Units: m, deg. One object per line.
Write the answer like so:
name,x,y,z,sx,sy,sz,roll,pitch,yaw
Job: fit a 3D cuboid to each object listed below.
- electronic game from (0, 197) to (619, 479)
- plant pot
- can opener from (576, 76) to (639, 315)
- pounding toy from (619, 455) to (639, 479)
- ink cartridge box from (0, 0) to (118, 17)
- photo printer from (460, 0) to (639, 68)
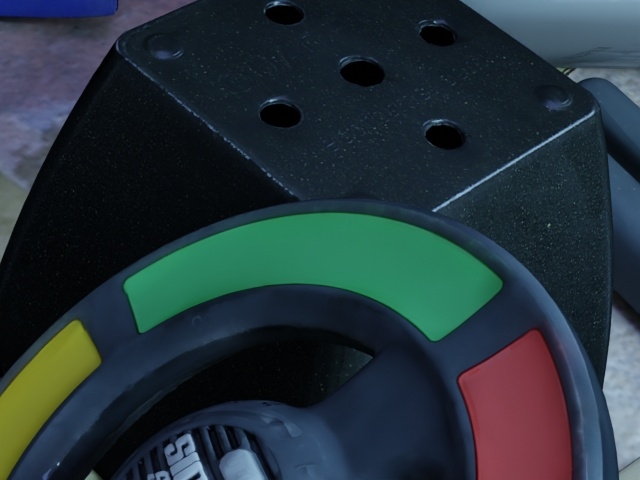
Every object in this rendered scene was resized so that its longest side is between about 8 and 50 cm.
electronic game,-0.028,0.085,0.468,0.229,0.048,0.229,-20,46,22
plant pot,0.000,0.000,0.643,0.188,0.167,0.187,-30,57,-35
can opener,0.188,0.012,0.725,0.076,0.095,0.283,-20,52,-31
pounding toy,0.132,0.173,0.556,0.206,0.094,0.181,-30,62,-25
ink cartridge box,-0.168,-0.292,0.830,0.151,0.270,0.395,1,45,-5
photo printer,0.133,-0.137,0.771,0.307,0.256,0.107,-1,90,-14
